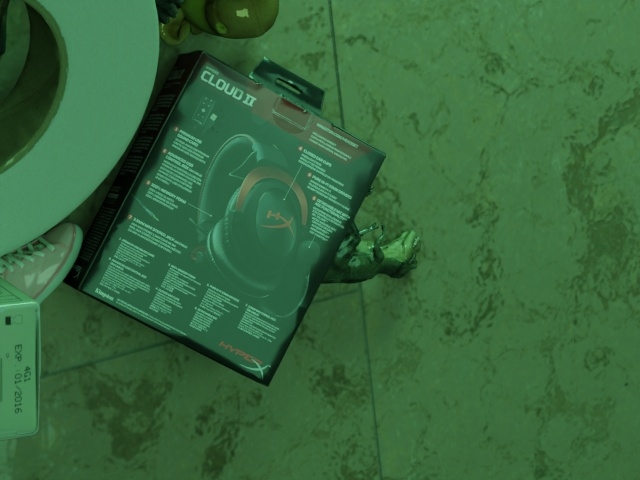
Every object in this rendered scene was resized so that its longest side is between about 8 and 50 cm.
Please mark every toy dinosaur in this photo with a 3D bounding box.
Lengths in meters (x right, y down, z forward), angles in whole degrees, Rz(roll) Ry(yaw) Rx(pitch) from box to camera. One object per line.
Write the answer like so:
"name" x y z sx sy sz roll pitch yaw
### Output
"toy dinosaur" 0.000 0.000 2.093 0.268 0.064 0.118 -9 112 -25

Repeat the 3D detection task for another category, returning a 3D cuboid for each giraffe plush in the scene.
"giraffe plush" -0.093 -0.267 1.927 0.181 0.210 0.170 -1 120 -6

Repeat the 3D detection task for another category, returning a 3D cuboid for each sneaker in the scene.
"sneaker" -0.292 0.025 1.931 0.134 0.051 0.070 -51 125 -6

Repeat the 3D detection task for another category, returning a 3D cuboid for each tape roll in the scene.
"tape roll" -0.325 -0.141 1.698 0.392 0.072 0.392 -20 134 -23

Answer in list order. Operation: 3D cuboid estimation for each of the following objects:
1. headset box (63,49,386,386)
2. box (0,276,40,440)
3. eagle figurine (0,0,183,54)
"headset box" -0.089 -0.036 1.975 0.218 0.110 0.293 28 86 -16
"box" -0.363 0.093 1.798 0.149 0.232 0.126 -6 106 -29
"eagle figurine" -0.274 -0.292 1.799 0.225 0.226 0.298 -32 111 -43
